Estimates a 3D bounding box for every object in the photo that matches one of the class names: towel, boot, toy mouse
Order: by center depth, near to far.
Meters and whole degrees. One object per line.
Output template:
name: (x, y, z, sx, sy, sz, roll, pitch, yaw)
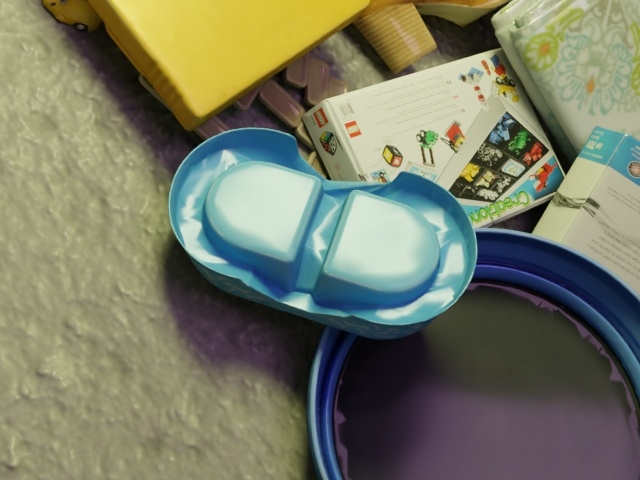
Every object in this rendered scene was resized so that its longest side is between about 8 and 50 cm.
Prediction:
toy mouse: (-0.243, -0.284, 1.290, 0.161, 0.031, 0.143, 23, 59, -24)
boot: (0.125, -0.346, 1.510, 0.295, 0.104, 0.211, -36, 98, -32)
towel: (0.411, -0.208, 1.547, 0.320, 0.090, 0.374, -39, 111, -10)

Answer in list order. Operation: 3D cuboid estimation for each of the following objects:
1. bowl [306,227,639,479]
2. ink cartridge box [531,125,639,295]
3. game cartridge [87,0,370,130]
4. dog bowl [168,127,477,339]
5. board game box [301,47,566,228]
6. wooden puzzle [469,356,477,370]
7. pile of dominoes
bowl: (0.176, 0.179, 1.256, 0.391, 0.077, 0.391, 3, 66, -8)
ink cartridge box: (0.335, -0.014, 1.465, 0.139, 0.082, 0.191, 30, 94, -20)
game cartridge: (-0.128, -0.309, 1.302, 0.285, 0.052, 0.324, -38, 92, -30)
dog bowl: (0.000, 0.000, 1.229, 0.297, 0.074, 0.166, 17, 62, 5)
board game box: (0.139, -0.097, 1.438, 0.305, 0.053, 0.193, -21, 85, -40)
wooden puzzle: (0.301, 0.267, 1.385, 0.322, 0.080, 0.348, 1, 64, -33)
pile of dominoes: (-0.079, -0.159, 1.356, 0.251, 0.040, 0.196, 42, 52, -21)
